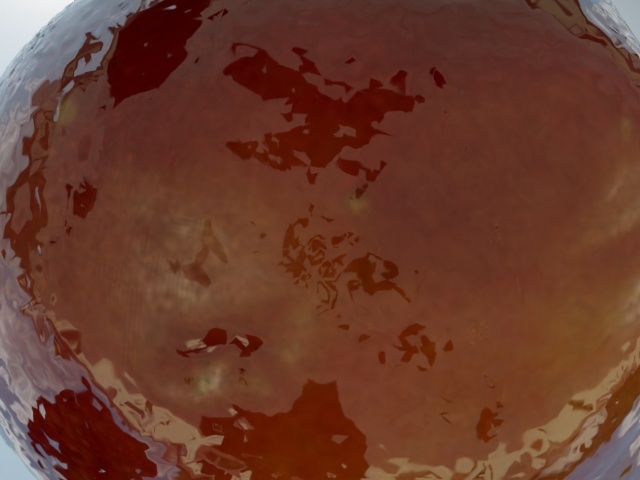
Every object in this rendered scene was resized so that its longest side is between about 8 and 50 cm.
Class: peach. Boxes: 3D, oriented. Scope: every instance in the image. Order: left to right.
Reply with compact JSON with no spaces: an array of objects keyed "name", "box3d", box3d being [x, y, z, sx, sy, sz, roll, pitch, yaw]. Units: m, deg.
[{"name":"peach","box3d":[0.015,-0.013,0.510,0.405,0.335,0.310,9,-62,6]}]
